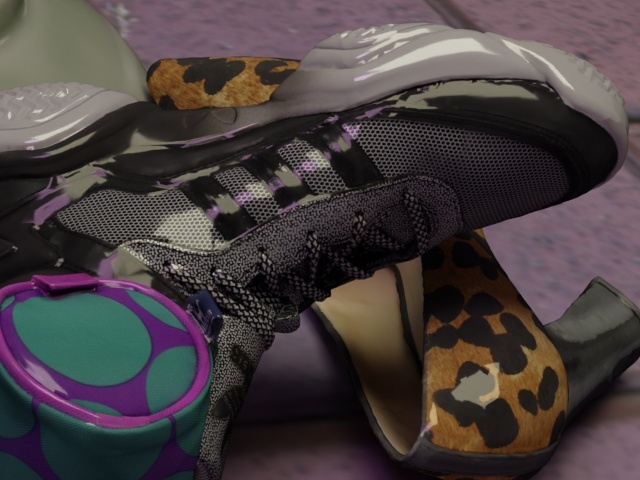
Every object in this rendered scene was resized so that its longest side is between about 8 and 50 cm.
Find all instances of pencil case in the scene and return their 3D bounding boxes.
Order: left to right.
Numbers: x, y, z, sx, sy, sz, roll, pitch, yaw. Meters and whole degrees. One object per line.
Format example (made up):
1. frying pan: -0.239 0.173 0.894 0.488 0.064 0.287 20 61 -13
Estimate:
1. pencil case: -0.070 0.079 0.567 0.064 0.152 0.070 -1 40 -18

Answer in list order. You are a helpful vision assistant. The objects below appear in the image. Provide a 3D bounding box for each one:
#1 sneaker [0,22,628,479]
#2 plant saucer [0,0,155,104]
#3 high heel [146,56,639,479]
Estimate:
1. sneaker: -0.017 0.016 0.705 0.268 0.101 0.153 -7 56 3
2. plant saucer: -0.244 -0.092 0.874 0.400 0.101 0.400 11 27 -6
3. high heel: 0.000 0.000 0.806 0.261 0.093 0.186 32 25 16
